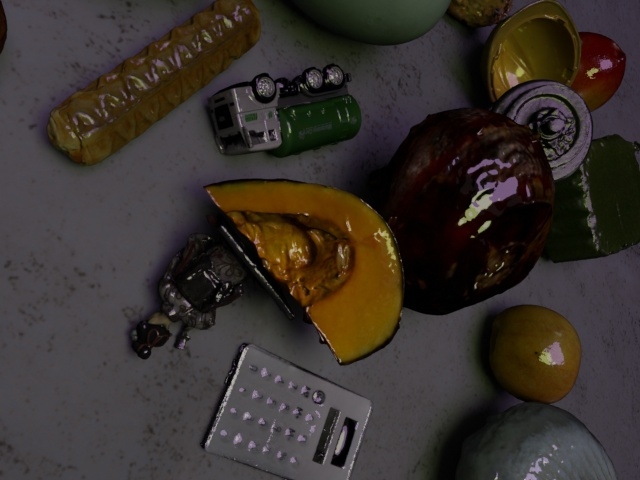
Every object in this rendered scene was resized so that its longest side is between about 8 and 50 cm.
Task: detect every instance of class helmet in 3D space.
[{"bbox_3d":[0.410,-0.386,1.075,0.205,0.140,0.257,-31,130,8],"label":"helmet"}]

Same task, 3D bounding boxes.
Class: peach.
[{"bbox_3d":[0.584,-0.376,1.158,0.197,0.197,0.198,5,80,-31],"label":"peach"}]

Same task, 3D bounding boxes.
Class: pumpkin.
[{"bbox_3d":[0.000,0.000,0.730,0.169,0.148,0.312,-38,98,2],"label":"pumpkin"}]

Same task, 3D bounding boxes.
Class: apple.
[{"bbox_3d":[0.398,0.212,0.975,0.155,0.182,0.183,16,72,1],"label":"apple"}]

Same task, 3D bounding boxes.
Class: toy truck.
[{"bbox_3d":[-0.045,-0.195,0.797,0.242,0.101,0.125,-20,106,-35],"label":"toy truck"}]

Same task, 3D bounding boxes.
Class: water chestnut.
[{"bbox_3d":[0.195,-0.054,0.827,0.350,0.302,0.351,-25,136,-27],"label":"water chestnut"}]

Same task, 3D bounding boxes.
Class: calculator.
[{"bbox_3d":[-0.036,0.276,0.776,0.261,0.021,0.161,30,68,-25],"label":"calculator"}]

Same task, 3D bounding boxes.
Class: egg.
[{"bbox_3d":[0.049,-0.477,0.789,0.389,0.276,0.276,44,63,-18],"label":"egg"}]

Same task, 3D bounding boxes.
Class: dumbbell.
[{"bbox_3d":[0.387,-0.190,0.976,0.191,0.290,0.192,0,93,3],"label":"dumbbell"}]

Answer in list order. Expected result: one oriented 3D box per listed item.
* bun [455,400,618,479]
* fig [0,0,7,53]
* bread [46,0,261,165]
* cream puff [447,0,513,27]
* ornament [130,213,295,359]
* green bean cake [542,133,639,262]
[{"bbox_3d":[0.350,0.460,0.886,0.354,0.194,0.355,1,88,-27],"label":"bun"},{"bbox_3d":[-0.419,-0.194,0.550,0.145,0.133,0.201,-2,92,-23],"label":"fig"},{"bbox_3d":[-0.210,-0.231,0.709,0.084,0.077,0.368,49,60,-15],"label":"bread"},{"bbox_3d":[0.328,-0.534,1.062,0.188,0.129,0.189,5,79,-28],"label":"cream puff"},{"bbox_3d":[-0.168,0.079,0.695,0.196,0.153,0.166,-37,103,-6],"label":"ornament"},{"bbox_3d":[0.591,-0.092,1.142,0.246,0.156,0.250,-16,91,-31],"label":"green bean cake"}]
